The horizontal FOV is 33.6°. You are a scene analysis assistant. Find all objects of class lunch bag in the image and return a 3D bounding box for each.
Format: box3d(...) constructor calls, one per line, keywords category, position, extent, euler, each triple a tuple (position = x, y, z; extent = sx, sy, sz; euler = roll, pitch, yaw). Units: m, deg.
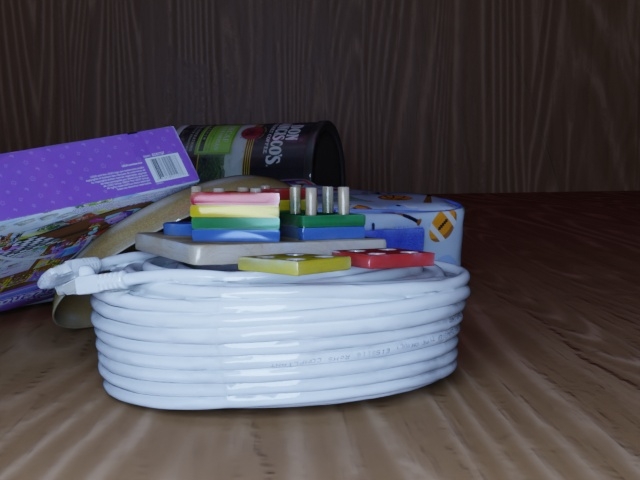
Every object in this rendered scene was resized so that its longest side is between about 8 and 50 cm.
box3d(category="lunch bag", position=(0.000, 0.000, 1.192), extent=(0.303, 0.115, 0.243), euler=(-2, 8, -16))

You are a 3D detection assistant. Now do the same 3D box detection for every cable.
box3d(category="cable", position=(-0.027, 0.054, 0.731), extent=(0.257, 0.089, 0.257), euler=(2, 5, 25))

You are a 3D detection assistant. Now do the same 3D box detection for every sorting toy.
box3d(category="sorting toy", position=(-0.040, -0.013, 0.703), extent=(0.132, 0.046, 0.274), euler=(-2, 5, -25))

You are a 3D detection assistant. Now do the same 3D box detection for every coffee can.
box3d(category="coffee can", position=(-0.114, -0.110, 1.901), extent=(0.275, 0.202, 0.201), euler=(0, 5, 18))

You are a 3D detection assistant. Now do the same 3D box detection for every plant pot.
box3d(category="plant pot", position=(-0.125, 0.006, 0.911), extent=(0.236, 0.032, 0.236), euler=(-26, -12, -6))

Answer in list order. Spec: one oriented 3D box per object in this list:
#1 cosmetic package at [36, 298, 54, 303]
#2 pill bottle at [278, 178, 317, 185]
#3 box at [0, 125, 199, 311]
box3d(category="cosmetic package", position=(-0.475, -0.008, 1.124), extent=(0.384, 0.156, 0.217), euler=(1, 5, 29))
box3d(category="pill bottle", position=(-0.081, -0.037, 1.606), extent=(0.108, 0.108, 0.193), euler=(3, 6, 34))
box3d(category="box", position=(-0.263, 0.003, 0.818), extent=(0.293, 0.057, 0.201), euler=(-15, -17, -43))
